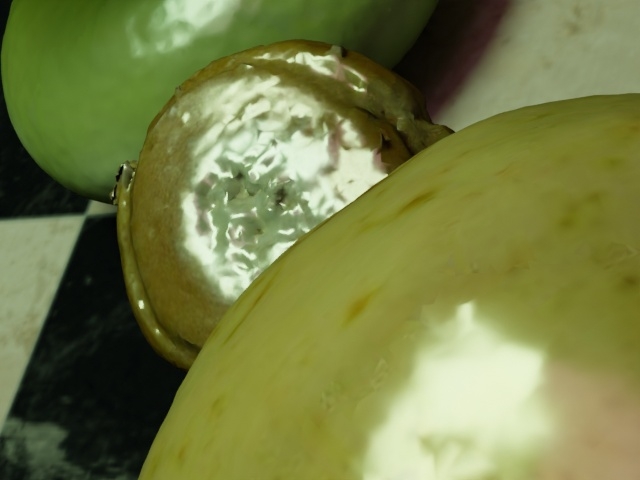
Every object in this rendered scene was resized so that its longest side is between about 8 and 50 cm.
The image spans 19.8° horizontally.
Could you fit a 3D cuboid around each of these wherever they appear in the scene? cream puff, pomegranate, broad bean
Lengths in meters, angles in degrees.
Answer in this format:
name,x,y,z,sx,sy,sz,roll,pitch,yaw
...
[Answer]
name,x,y,z,sx,sy,sz,roll,pitch,yaw
cream puff,0.000,0.000,0.734,0.150,0.115,0.165,-16,71,21
pomegranate,0.108,0.129,0.443,0.342,0.342,0.343,-19,48,23
broad bean,-0.038,-0.144,0.874,0.238,0.119,0.291,14,67,41
